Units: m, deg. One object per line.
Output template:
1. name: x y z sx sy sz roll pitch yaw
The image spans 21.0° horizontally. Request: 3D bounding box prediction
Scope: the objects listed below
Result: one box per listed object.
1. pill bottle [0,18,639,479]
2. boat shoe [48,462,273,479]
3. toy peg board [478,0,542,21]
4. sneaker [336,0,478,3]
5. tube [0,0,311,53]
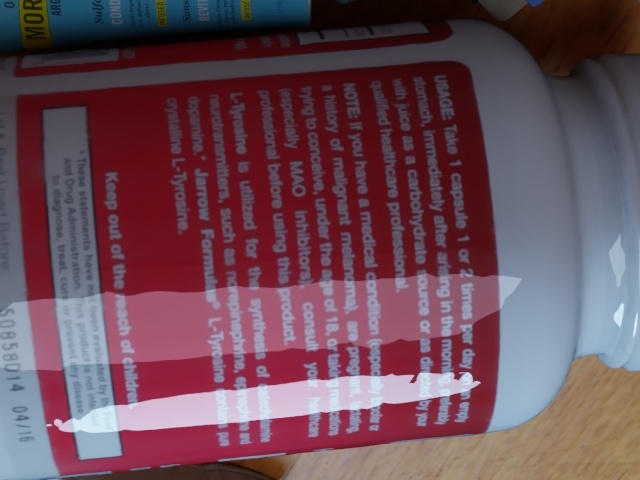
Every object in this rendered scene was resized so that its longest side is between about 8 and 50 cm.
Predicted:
1. pill bottle: 0.000 0.000 0.937 0.407 0.229 0.229 -5 130 -4
2. boat shoe: -0.116 0.181 1.170 0.206 0.075 0.065 19 121 -28
3. toy peg board: 0.114 -0.198 0.859 0.160 0.079 0.161 -40 124 12
4. sneaker: 0.060 -0.149 0.948 0.098 0.038 0.069 -37 124 21
5. tube: -0.109 -0.138 0.929 0.207 0.052 0.080 -2 108 -1
